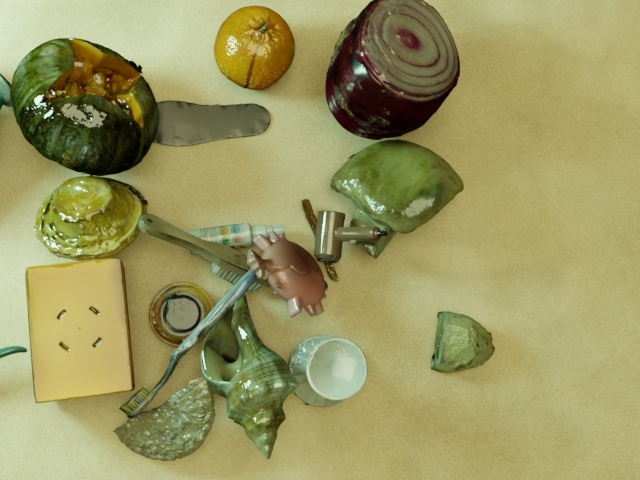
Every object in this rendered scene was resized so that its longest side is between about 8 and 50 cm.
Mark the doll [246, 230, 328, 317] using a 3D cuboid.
[{"bbox_3d":[-0.065,0.070,1.693,0.093,0.262,0.211,-35,64,25],"label":"doll"}]

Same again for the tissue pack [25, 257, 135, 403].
[{"bbox_3d":[-0.496,0.189,1.624,0.195,0.145,0.274,-5,80,-12],"label":"tissue pack"}]

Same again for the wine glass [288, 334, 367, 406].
[{"bbox_3d":[0.021,0.279,1.671,0.165,0.196,0.164,2,80,-12],"label":"wine glass"}]

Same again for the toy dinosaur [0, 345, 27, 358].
[{"bbox_3d":[-0.846,0.293,1.580,0.384,0.129,0.330,25,88,-6],"label":"toy dinosaur"}]

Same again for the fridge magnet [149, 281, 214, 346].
[{"bbox_3d":[-0.302,0.161,1.702,0.143,0.063,0.143,1,83,-8],"label":"fridge magnet"}]

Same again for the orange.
[{"bbox_3d":[-0.150,-0.444,1.787,0.193,0.161,0.193,1,80,-5],"label":"orange"}]

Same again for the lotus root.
[{"bbox_3d":[0.333,0.234,1.795,0.144,0.070,0.143,3,80,-10],"label":"lotus root"}]

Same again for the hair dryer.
[{"bbox_3d":[0.067,-0.009,1.719,0.064,0.182,0.117,13,79,-52],"label":"hair dryer"}]

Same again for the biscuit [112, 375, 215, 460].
[{"bbox_3d":[-0.306,0.390,1.625,0.250,0.032,0.133,-33,92,16],"label":"biscuit"}]

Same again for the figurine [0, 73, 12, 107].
[{"bbox_3d":[-0.802,-0.229,1.596,0.340,0.231,0.323,-55,134,-18],"label":"figurine"}]

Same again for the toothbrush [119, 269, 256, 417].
[{"bbox_3d":[-0.269,0.210,1.646,0.413,0.035,0.042,-48,117,-10],"label":"toothbrush"}]

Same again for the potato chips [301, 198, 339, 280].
[{"bbox_3d":[0.000,0.000,1.800,0.026,0.037,0.203,-20,89,-3],"label":"potato chips"}]

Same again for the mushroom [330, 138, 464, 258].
[{"bbox_3d":[0.166,-0.125,1.774,0.292,0.212,0.217,-37,96,-7],"label":"mushroom"}]

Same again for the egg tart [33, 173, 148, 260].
[{"bbox_3d":[-0.489,-0.063,1.651,0.241,0.106,0.241,-1,49,1],"label":"egg tart"}]

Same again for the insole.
[{"bbox_3d":[-0.279,-0.275,1.813,0.328,0.007,0.111,-4,82,-10],"label":"insole"}]

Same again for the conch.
[{"bbox_3d":[-0.164,0.286,1.667,0.203,0.169,0.386,-9,45,-17],"label":"conch"}]

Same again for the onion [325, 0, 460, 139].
[{"bbox_3d":[0.153,-0.374,1.779,0.282,0.260,0.336,24,58,-13],"label":"onion"}]

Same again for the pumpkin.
[{"bbox_3d":[-0.492,-0.281,1.639,0.321,0.192,0.320,27,39,-24],"label":"pumpkin"}]

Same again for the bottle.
[{"bbox_3d":[-0.188,-0.010,1.754,0.217,0.060,0.060,-8,82,-10],"label":"bottle"}]

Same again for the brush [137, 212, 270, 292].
[{"bbox_3d":[-0.250,0.034,1.693,0.328,0.070,0.065,26,119,-23],"label":"brush"}]
